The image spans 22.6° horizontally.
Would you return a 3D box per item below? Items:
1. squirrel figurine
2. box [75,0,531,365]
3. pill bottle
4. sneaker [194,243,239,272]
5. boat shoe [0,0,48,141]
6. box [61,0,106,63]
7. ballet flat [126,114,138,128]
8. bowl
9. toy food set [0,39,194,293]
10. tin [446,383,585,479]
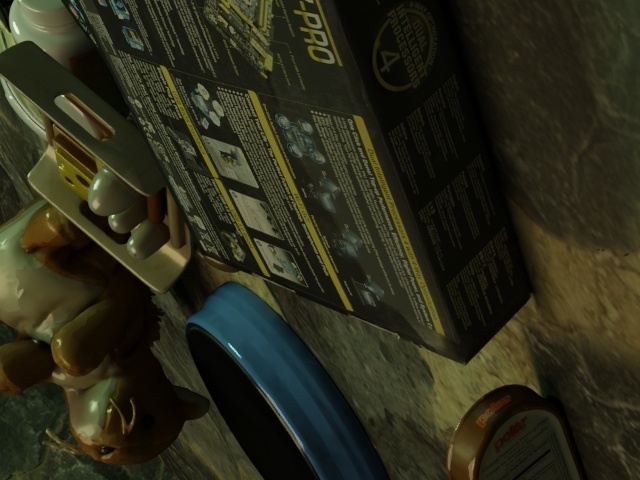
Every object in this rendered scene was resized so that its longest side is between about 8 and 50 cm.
[{"bbox_3d":[-0.303,0.112,2.204,0.370,0.281,0.397,56,-162,-11],"label":"squirrel figurine"},{"bbox_3d":[-0.034,-0.115,1.183,0.318,0.097,0.395,22,145,44],"label":"box"},{"bbox_3d":[-0.278,-0.218,1.792,0.117,0.117,0.215,49,162,27],"label":"pill bottle"},{"bbox_3d":[-0.145,-0.053,1.811,0.192,0.064,0.086,55,169,18],"label":"sneaker"},{"bbox_3d":[-0.366,-0.250,2.017,0.302,0.109,0.094,59,162,1],"label":"boat shoe"},{"bbox_3d":[-0.146,-0.195,1.532,0.295,0.073,0.293,55,165,5],"label":"box"},{"bbox_3d":[-0.233,-0.087,1.995,0.077,0.091,0.241,30,167,0],"label":"ballet flat"},{"bbox_3d":[-0.045,0.236,2.060,0.391,0.077,0.391,51,163,22],"label":"bowl"},{"bbox_3d":[-0.247,-0.065,1.720,0.220,0.092,0.306,39,161,11],"label":"toy food set"},{"bbox_3d":[0.167,0.203,1.320,0.040,0.106,0.189,25,146,48],"label":"tin"}]
